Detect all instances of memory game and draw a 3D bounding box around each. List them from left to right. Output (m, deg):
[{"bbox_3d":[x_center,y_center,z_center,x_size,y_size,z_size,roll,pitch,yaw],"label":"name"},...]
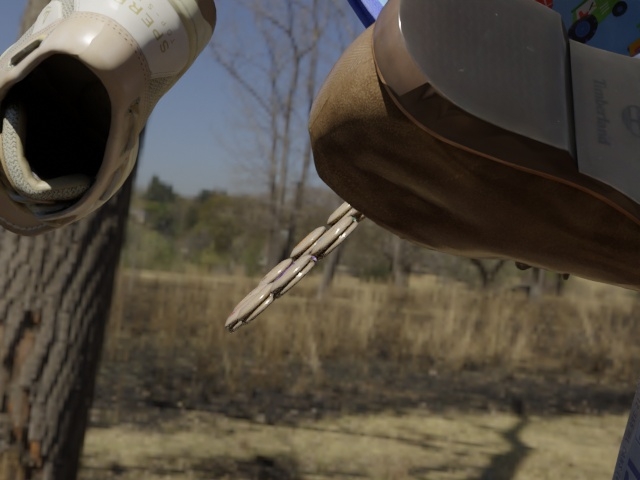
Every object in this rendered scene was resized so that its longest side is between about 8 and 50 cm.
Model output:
[{"bbox_3d":[0.000,0.000,0.839,0.012,0.186,0.186,47,-5,-4],"label":"memory game"}]

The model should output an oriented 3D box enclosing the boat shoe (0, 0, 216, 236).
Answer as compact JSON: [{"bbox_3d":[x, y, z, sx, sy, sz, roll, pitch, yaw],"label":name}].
[{"bbox_3d":[-0.162,-0.064,0.704,0.109,0.098,0.302,38,-34,-11],"label":"boat shoe"}]

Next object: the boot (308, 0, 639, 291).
[{"bbox_3d":[0.136,-0.023,0.583,0.305,0.112,0.115,25,-36,-20],"label":"boot"}]

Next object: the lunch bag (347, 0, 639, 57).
[{"bbox_3d":[0.122,-0.245,0.948,0.221,0.293,0.138,-31,-38,2],"label":"lunch bag"}]

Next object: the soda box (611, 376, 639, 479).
[{"bbox_3d":[0.156,-0.033,0.278,0.098,0.286,0.091,10,14,-4],"label":"soda box"}]
